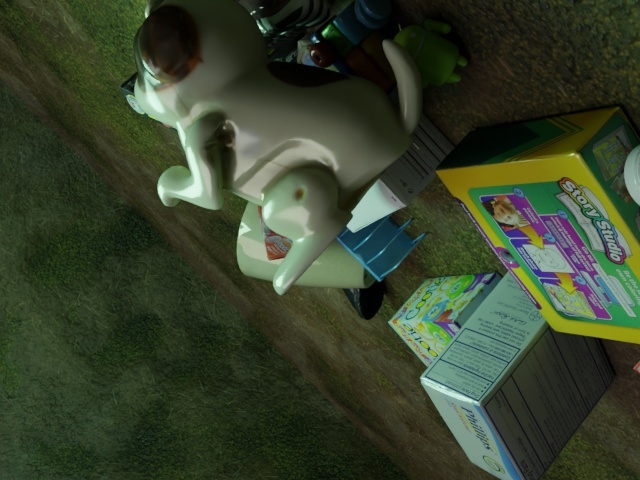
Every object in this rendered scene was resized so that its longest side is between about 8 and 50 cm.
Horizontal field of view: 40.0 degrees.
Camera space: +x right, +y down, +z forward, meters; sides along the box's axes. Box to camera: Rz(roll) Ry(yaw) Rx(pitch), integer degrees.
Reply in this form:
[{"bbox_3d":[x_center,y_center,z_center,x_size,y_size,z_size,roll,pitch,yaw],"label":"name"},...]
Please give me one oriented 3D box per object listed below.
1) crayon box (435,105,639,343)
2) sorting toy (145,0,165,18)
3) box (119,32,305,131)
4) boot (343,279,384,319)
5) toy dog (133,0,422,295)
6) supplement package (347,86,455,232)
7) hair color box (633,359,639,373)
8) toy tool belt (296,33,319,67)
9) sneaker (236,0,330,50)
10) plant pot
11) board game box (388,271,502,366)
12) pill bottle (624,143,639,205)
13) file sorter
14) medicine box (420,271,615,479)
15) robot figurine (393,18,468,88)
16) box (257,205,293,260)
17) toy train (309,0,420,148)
[{"bbox_3d":[0.384,-0.010,1.289,0.363,0.106,0.313,50,159,-19],"label":"crayon box"},{"bbox_3d":[-0.260,-0.412,1.692,0.038,0.193,0.208,-10,133,18],"label":"sorting toy"},{"bbox_3d":[-0.187,-0.303,1.560,0.216,0.270,0.060,26,153,31],"label":"box"},{"bbox_3d":[0.040,0.066,2.152,0.207,0.094,0.246,23,145,40],"label":"boot"},{"bbox_3d":[-0.095,-0.183,1.269,0.408,0.284,0.395,39,130,-1],"label":"toy dog"},{"bbox_3d":[0.077,-0.152,1.553,0.204,0.145,0.262,46,160,-6],"label":"supplement package"},{"bbox_3d":[0.585,0.209,1.356,0.167,0.093,0.053,38,160,18],"label":"hair color box"},{"bbox_3d":[-0.013,-0.317,1.536,0.051,0.052,0.083,45,162,22],"label":"toy tool belt"},{"bbox_3d":[-0.089,-0.399,1.406,0.281,0.107,0.162,-8,92,52],"label":"sneaker"},{"bbox_3d":[0.000,0.000,1.938,0.274,0.256,0.256,18,152,21],"label":"plant pot"},{"bbox_3d":[0.285,0.168,1.800,0.144,0.142,0.275,48,160,-11],"label":"board game box"},{"bbox_3d":[0.440,-0.095,0.974,0.121,0.121,0.216,46,161,-5],"label":"pill bottle"},{"bbox_3d":[0.113,-0.026,1.790,0.170,0.118,0.104,44,157,0],"label":"file sorter"},{"bbox_3d":[0.361,0.247,1.584,0.149,0.289,0.263,20,149,50],"label":"medicine box"},{"bbox_3d":[0.151,-0.264,1.257,0.115,0.101,0.067,23,-179,-18],"label":"robot figurine"},{"bbox_3d":[-0.072,-0.104,1.801,0.128,0.123,0.256,88,172,-64],"label":"box"},{"bbox_3d":[0.111,-0.262,1.348,0.248,0.105,0.143,47,148,-7],"label":"toy train"}]
